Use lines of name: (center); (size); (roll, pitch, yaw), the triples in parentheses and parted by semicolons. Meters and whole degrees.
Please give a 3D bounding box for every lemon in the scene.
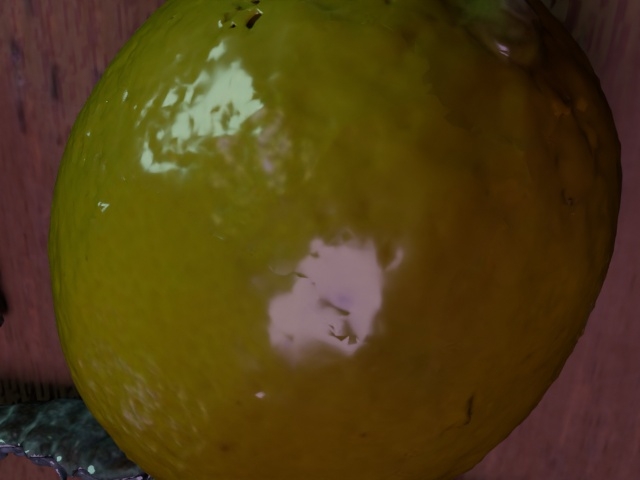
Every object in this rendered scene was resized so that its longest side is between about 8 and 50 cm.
lemon: (0.002, -0.003, 0.500); (0.263, 0.236, 0.236); (-33, 113, 24)

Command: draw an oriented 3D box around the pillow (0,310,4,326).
pillow: (-0.260, -0.032, 0.684); (0.126, 0.043, 0.233); (13, 133, 13)

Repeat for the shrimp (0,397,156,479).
shrimp: (-0.069, 0.189, 0.739); (0.410, 0.166, 0.221); (24, 166, 14)
